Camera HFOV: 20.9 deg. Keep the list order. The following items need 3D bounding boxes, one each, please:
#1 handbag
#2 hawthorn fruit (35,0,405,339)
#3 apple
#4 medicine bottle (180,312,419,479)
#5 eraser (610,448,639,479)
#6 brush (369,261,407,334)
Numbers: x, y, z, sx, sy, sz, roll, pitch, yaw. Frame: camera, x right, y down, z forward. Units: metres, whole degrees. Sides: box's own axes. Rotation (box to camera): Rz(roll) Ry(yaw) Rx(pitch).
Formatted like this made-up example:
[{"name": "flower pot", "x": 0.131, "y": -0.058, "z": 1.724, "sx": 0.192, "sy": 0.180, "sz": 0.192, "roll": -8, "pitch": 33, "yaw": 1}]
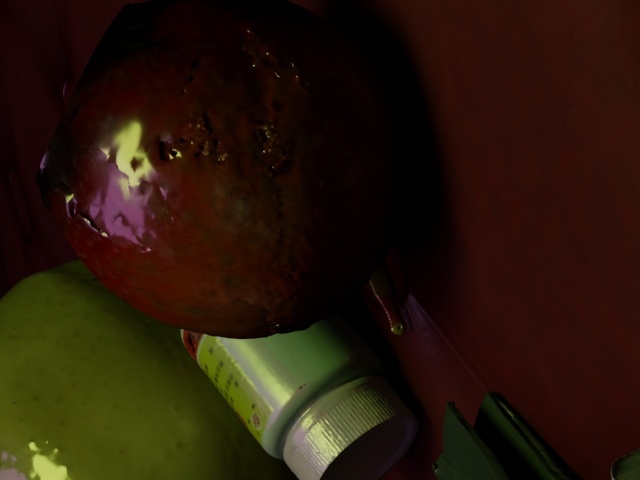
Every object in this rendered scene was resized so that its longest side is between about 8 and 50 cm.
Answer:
[{"name": "handbag", "x": 0.166, "y": 0.280, "z": 1.377, "sx": 0.260, "sy": 0.079, "sz": 0.247, "roll": -131, "pitch": 32, "yaw": -55}, {"name": "hawthorn fruit", "x": -0.085, "y": -0.063, "z": 1.451, "sx": 0.316, "sy": 0.316, "sz": 0.316, "roll": 163, "pitch": 90, "yaw": -71}, {"name": "apple", "x": -0.217, "y": 0.249, "z": 1.855, "sx": 0.473, "sy": 0.474, "sz": 0.473, "roll": 163, "pitch": 90, "yaw": -71}, {"name": "medicine bottle", "x": -0.021, "y": 0.127, "z": 1.642, "sx": 0.225, "sy": 0.139, "sz": 0.139, "roll": 49, "pitch": 152, "yaw": 28}, {"name": "eraser", "x": 0.260, "y": 0.258, "z": 1.084, "sx": 0.174, "sy": 0.081, "sz": 0.227, "roll": 22, "pitch": 125, "yaw": 62}, {"name": "brush", "x": 0.058, "y": 0.049, "z": 1.573, "sx": 0.021, "sy": 0.019, "sz": 0.083, "roll": 98, "pitch": 151, "yaw": -71}]
